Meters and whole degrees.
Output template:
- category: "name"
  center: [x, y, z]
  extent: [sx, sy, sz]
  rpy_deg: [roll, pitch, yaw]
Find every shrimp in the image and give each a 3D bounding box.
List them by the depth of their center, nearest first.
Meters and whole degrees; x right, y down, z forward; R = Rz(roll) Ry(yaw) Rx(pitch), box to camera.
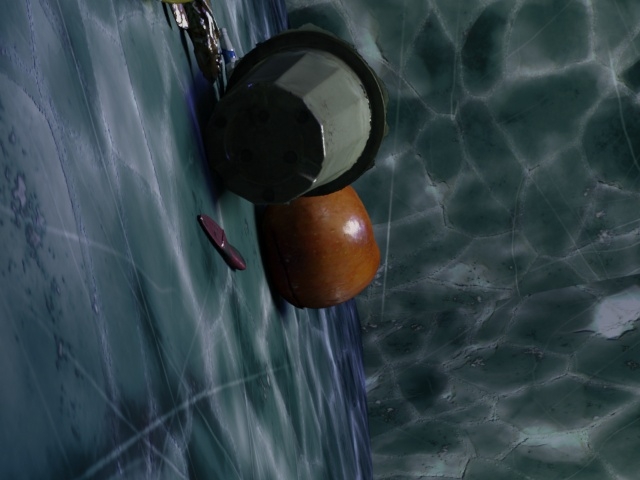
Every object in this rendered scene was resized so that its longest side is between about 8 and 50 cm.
- category: "shrimp"
  center: [-0.196, -0.341, 1.705]
  extent: [0.143, 0.052, 0.251]
  rpy_deg: [-68, 140, -62]

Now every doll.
- category: "doll"
  center: [-0.142, -0.249, 2.026]
  extent: [0.114, 0.057, 0.227]
  rpy_deg: [83, -11, -72]

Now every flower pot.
- category: "flower pot"
  center: [-0.057, -0.179, 1.833]
  extent: [0.259, 0.290, 0.290]
  rpy_deg: [-46, 126, -67]

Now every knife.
- category: "knife"
  center: [-0.141, 0.001, 1.701]
  extent: [0.247, 0.018, 0.035]
  rpy_deg: [62, 20, -69]

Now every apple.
- category: "apple"
  center: [0.000, 0.000, 2.217]
  extent: [0.251, 0.206, 0.272]
  rpy_deg: [-100, 175, -47]

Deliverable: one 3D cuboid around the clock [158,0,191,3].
- category: "clock"
  center: [-0.165, -0.417, 1.492]
  extent: [0.057, 0.237, 0.237]
  rpy_deg: [40, -15, 28]
